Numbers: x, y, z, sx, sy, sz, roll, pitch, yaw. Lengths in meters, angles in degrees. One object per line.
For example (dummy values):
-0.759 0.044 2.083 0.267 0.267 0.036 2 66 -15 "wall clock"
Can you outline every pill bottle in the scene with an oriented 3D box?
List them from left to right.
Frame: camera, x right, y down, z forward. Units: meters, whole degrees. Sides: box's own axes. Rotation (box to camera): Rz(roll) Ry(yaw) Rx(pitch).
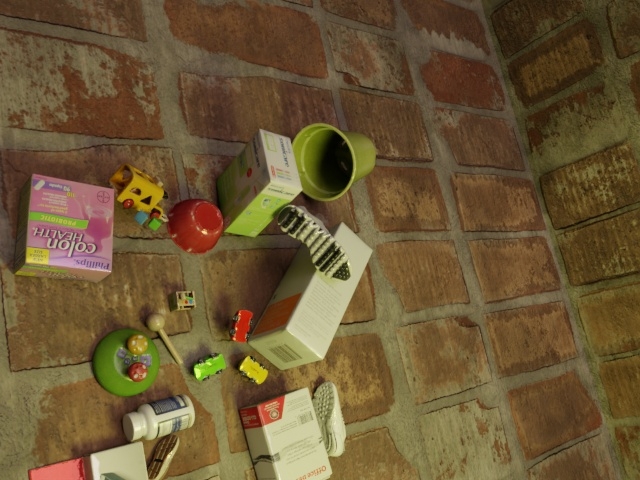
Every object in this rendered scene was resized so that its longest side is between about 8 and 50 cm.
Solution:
-0.429 0.472 1.648 0.169 0.094 0.094 -6 77 -41 "pill bottle"

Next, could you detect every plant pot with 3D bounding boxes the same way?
0.070 -0.301 2.286 0.254 0.276 0.276 -22 87 -54 "plant pot"

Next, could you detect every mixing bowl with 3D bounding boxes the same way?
-0.368 -0.056 1.909 0.182 0.098 0.181 15 64 -34 "mixing bowl"

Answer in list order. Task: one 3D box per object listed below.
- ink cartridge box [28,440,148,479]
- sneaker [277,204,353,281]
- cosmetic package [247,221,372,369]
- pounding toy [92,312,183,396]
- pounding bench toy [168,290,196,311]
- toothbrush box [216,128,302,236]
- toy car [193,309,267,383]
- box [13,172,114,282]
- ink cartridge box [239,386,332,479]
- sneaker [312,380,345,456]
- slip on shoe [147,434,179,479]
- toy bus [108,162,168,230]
-0.539 0.665 1.499 0.261 0.066 0.296 -3 74 -42 "ink cartridge box"
0.000 0.000 1.915 0.292 0.110 0.118 49 20 4 "sneaker"
-0.027 0.176 2.012 0.161 0.230 0.453 43 50 -18 "cosmetic package"
-0.478 0.305 1.664 0.237 0.110 0.182 -31 94 -42 "pounding toy"
-0.391 0.173 1.807 0.065 0.083 0.052 2 72 -39 "pounding bench toy"
-0.198 -0.173 1.946 0.122 0.283 0.206 12 52 -38 "toothbrush box"
-0.281 0.342 1.837 0.225 0.053 0.238 -21 102 -33 "toy car"
-0.669 -0.027 1.633 0.214 0.117 0.242 11 67 -37 "box"
-0.103 0.602 1.855 0.197 0.114 0.272 -9 78 -42 "ink cartridge box"
0.035 0.576 2.014 0.095 0.090 0.234 19 65 -48 "sneaker"
-0.416 0.583 1.654 0.041 0.052 0.135 80 22 -43 "slip on shoe"
-0.498 -0.138 1.775 0.191 0.104 0.202 42 10 -8 "toy bus"
